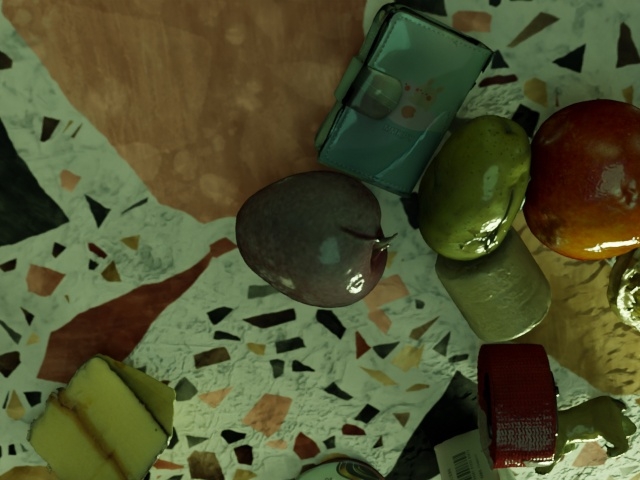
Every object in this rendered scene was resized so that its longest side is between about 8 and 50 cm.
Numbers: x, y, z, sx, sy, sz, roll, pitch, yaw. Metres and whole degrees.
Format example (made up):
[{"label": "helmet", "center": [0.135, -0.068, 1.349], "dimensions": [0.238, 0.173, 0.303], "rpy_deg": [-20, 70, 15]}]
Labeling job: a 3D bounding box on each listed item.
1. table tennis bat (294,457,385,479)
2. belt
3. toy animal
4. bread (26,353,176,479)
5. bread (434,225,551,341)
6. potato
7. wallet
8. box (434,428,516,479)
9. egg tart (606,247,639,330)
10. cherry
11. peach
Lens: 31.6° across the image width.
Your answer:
[{"label": "table tennis bat", "center": [-0.016, 0.489, 1.984], "dimensions": [0.301, 0.022, 0.173], "rpy_deg": [-41, 113, 14]}, {"label": "belt", "center": [0.321, 0.264, 1.803], "dimensions": [0.124, 0.128, 0.200], "rpy_deg": [-2, 81, -3]}, {"label": "toy animal", "center": [0.419, 0.316, 1.890], "dimensions": [0.219, 0.103, 0.101], "rpy_deg": [-15, 99, 7]}, {"label": "bread", "center": [-0.361, 0.315, 1.801], "dimensions": [0.178, 0.135, 0.240], "rpy_deg": [30, 114, -18]}, {"label": "bread", "center": [0.260, 0.058, 1.698], "dimensions": [0.134, 0.148, 0.141], "rpy_deg": [-27, 117, 19]}, {"label": "potato", "center": [0.218, -0.070, 1.585], "dimensions": [0.144, 0.169, 0.248], "rpy_deg": [1, 143, -15]}, {"label": "wallet", "center": [0.112, -0.197, 1.596], "dimensions": [0.176, 0.075, 0.250], "rpy_deg": [22, 114, -18]}, {"label": "box", "center": [0.307, 0.491, 1.903], "dimensions": [0.106, 0.200, 0.299], "rpy_deg": [-25, 117, 10]}, {"label": "egg tart", "center": [0.574, 0.050, 1.709], "dimensions": [0.291, 0.107, 0.290], "rpy_deg": [-11, 133, -12]}, {"label": "cherry", "center": [0.000, 0.000, 1.629], "dimensions": [0.266, 0.183, 0.213], "rpy_deg": [13, 139, 20]}, {"label": "peach", "center": [0.390, -0.086, 1.602], "dimensions": [0.244, 0.199, 0.243], "rpy_deg": [-1, 122, -2]}]
